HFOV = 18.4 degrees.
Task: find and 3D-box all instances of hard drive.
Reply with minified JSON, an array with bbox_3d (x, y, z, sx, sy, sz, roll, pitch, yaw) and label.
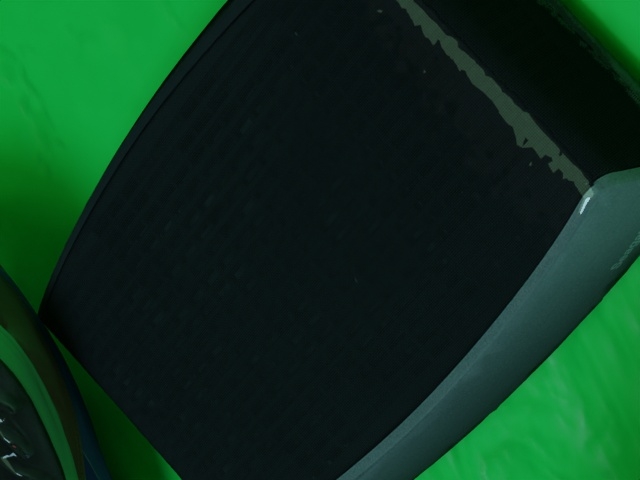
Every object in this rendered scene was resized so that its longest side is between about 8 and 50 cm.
[{"bbox_3d":[0.000,0.000,0.707,0.172,0.054,0.254,48,130,9],"label":"hard drive"}]

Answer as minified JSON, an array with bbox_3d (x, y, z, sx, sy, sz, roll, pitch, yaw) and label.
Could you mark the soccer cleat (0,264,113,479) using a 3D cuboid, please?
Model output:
[{"bbox_3d":[-0.116,0.135,0.837,0.109,0.116,0.318,-15,121,8],"label":"soccer cleat"}]
